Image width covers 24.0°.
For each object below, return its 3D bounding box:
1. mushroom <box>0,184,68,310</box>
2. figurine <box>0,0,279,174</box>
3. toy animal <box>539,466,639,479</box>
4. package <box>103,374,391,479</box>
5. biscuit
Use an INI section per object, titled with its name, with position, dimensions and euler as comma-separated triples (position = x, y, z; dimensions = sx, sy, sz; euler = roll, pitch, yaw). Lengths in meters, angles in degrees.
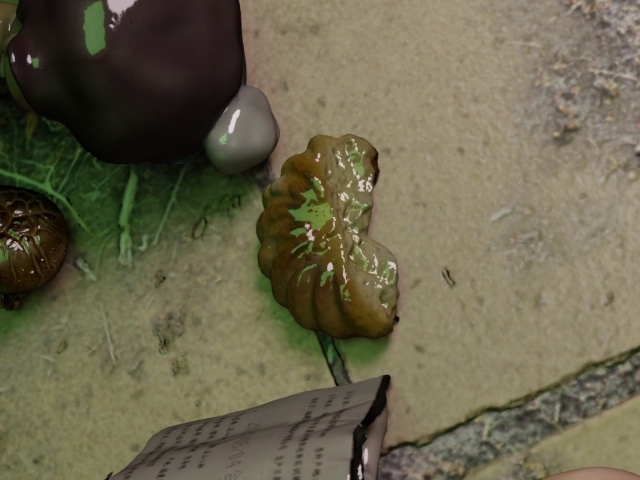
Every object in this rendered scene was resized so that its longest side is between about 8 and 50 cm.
[mushroom]
position = -0.280, 0.000, 1.313
dimensions = 0.126, 0.085, 0.109
euler = 10, 76, 14
[figurine]
position = -0.234, -0.149, 1.283
dimensions = 0.365, 0.218, 0.206
euler = -9, 73, 21
[toy animal]
position = 0.182, 0.295, 0.964
dimensions = 0.269, 0.326, 0.237
euler = -12, 26, 40
[package]
position = -0.052, 0.169, 1.122
dimensions = 0.204, 0.251, 0.062
euler = -11, 111, 11
[biscuit]
position = 0.000, 0.000, 1.240
dimensions = 0.118, 0.061, 0.183
euler = -17, 70, 13
